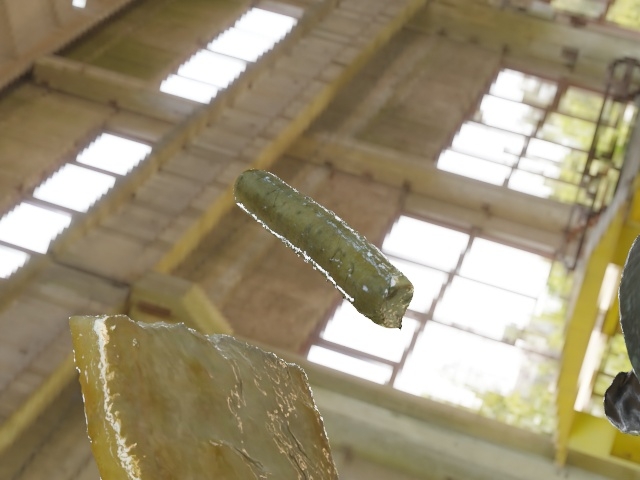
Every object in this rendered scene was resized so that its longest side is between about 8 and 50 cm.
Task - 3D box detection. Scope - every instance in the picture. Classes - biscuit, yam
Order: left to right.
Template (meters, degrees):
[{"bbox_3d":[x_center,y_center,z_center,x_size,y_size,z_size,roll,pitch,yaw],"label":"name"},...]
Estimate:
[{"bbox_3d":[-0.110,0.274,1.659,0.429,0.104,0.446,33,-149,-44],"label":"biscuit"},{"bbox_3d":[0.000,0.000,1.748,0.083,0.371,0.083,-16,-56,-26],"label":"yam"}]

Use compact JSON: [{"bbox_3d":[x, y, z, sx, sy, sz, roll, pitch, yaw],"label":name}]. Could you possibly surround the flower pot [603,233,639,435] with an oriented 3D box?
[{"bbox_3d":[0.393,0.076,1.140,0.283,0.299,0.299,-48,12,54],"label":"flower pot"}]
